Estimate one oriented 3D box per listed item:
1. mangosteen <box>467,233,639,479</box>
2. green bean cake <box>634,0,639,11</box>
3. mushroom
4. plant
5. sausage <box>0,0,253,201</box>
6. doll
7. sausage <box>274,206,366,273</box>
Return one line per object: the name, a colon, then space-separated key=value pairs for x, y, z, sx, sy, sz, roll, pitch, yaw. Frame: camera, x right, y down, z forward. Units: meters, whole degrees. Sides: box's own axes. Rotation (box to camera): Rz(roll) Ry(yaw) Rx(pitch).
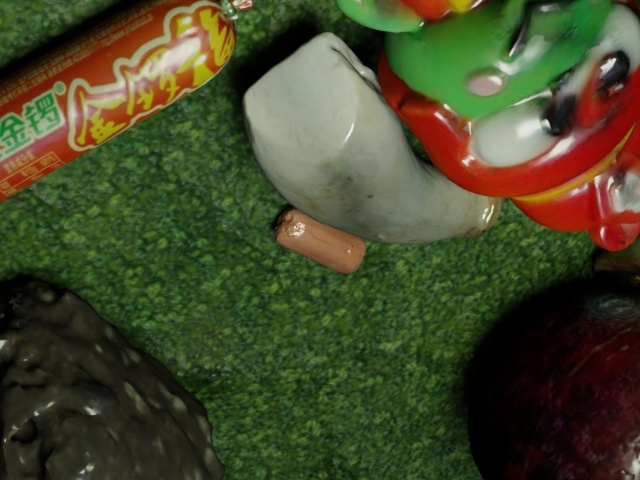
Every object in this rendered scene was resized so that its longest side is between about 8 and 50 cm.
mangosteen: x=0.280 y=0.158 z=1.520 sx=0.300 sy=0.300 sz=0.300 roll=-13 pitch=137 yaw=-13
green bean cake: x=0.334 y=-0.114 z=1.382 sx=0.230 sy=0.131 sz=0.224 roll=-20 pitch=137 yaw=-7
mushroom: x=0.037 y=-0.054 z=1.337 sx=0.118 sy=0.103 sz=0.270 roll=-29 pitch=150 yaw=18
plant: x=-0.232 y=0.137 z=1.312 sx=0.213 sy=0.215 sz=0.312 roll=-33 pitch=135 yaw=14
sausage: x=-0.160 y=-0.097 z=1.212 sx=0.264 sy=0.083 sz=0.083 roll=-30 pitch=138 yaw=4
doll: x=0.131 y=-0.124 z=1.238 sx=0.182 sy=0.160 sz=0.363 roll=-43 pitch=121 yaw=-13
sausage: x=0.000 y=0.000 z=1.414 sx=0.083 sy=0.034 sz=0.034 roll=25 pitch=119 yaw=-40
